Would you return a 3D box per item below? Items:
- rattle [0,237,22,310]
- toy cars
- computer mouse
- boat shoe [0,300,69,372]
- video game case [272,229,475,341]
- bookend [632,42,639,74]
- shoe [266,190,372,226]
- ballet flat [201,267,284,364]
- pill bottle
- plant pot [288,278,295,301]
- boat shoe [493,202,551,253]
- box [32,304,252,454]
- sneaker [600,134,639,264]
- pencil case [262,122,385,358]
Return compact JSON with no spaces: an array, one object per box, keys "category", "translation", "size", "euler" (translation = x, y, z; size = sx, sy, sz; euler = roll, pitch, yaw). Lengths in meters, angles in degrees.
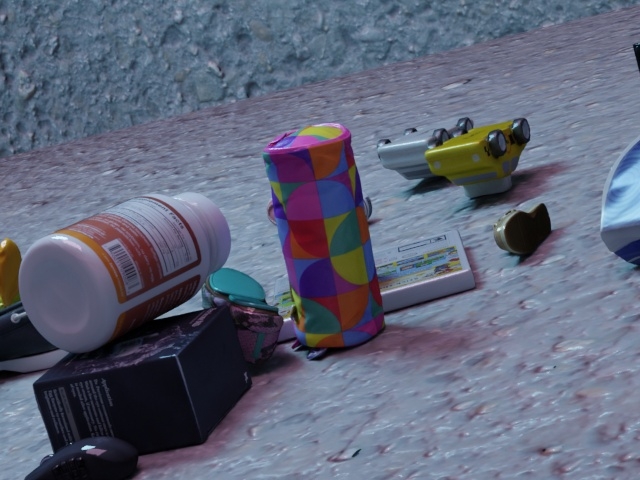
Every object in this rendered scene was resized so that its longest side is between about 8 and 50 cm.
[{"category":"rattle","translation":[-0.463,0.081,2.326],"size":[0.199,0.143,0.130],"euler":[4,41,44]},{"category":"toy cars","translation":[0.183,-0.110,2.429],"size":[0.176,0.087,0.393],"euler":[-15,8,-13]},{"category":"computer mouse","translation":[-0.280,0.218,1.668],"size":[0.242,0.041,0.071],"euler":[-14,13,17]},{"category":"boat shoe","translation":[-0.420,0.121,2.174],"size":[0.302,0.091,0.114],"euler":[-15,12,7]},{"category":"video game case","translation":[0.056,0.049,2.011],"size":[0.227,0.026,0.206],"euler":[-15,12,4]},{"category":"bookend","translation":[0.476,-0.193,2.211],"size":[0.072,0.156,0.157],"euler":[-4,16,47]},{"category":"shoe","translation":[-0.022,-0.036,2.408],"size":[0.178,0.063,0.081],"euler":[-1,14,40]},{"category":"ballet flat","translation":[-0.090,0.086,1.919],"size":[0.077,0.079,0.221],"euler":[13,7,-16]},{"category":"pill bottle","translation":[-0.189,0.023,1.789],"size":[0.121,0.121,0.216],"euler":[-8,12,37]},{"category":"plant pot","translation":[0.012,0.017,1.968],"size":[0.083,0.081,0.081],"euler":[-2,15,14]},{"category":"boat shoe","translation":[0.219,-0.009,2.005],"size":[0.045,0.050,0.135],"euler":[-14,2,27]},{"category":"box","translation":[-0.171,0.141,1.746],"size":[0.158,0.093,0.156],"euler":[-12,13,19]},{"category":"sneaker","translation":[0.422,-0.082,1.874],"size":[0.127,0.182,0.315],"euler":[-8,44,44]},{"category":"pencil case","translation":[0.000,0.000,1.834],"size":[0.104,0.236,0.104],"euler":[-8,15,2]}]
